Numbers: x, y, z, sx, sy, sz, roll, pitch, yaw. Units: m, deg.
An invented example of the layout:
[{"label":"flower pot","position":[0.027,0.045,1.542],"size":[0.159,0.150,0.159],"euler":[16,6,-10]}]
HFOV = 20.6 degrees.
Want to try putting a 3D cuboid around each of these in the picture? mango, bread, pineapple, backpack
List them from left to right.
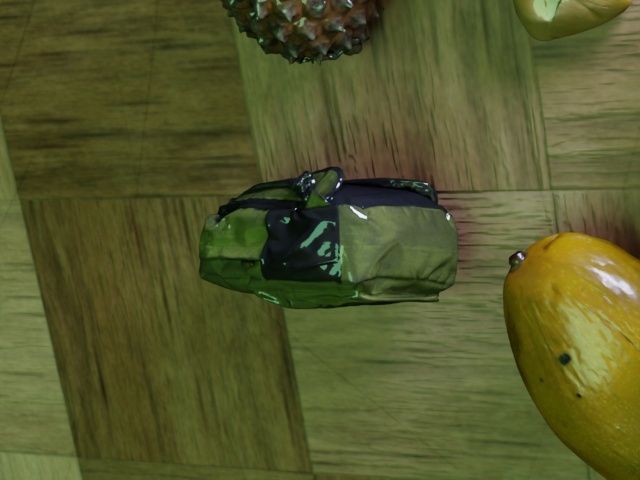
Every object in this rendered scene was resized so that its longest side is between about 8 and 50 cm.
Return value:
[{"label":"pineapple","position":[-0.013,-0.248,1.725],"size":[0.166,0.166,0.193],"euler":[-13,136,32]},{"label":"backpack","position":[0.000,0.000,1.784],"size":[0.253,0.207,0.140],"euler":[0,87,38]},{"label":"bread","position":[0.230,-0.232,1.647],"size":[0.115,0.056,0.082],"euler":[-13,104,32]},{"label":"mango","position":[0.308,0.144,1.704],"size":[0.187,0.144,0.359],"euler":[-32,98,22]}]
